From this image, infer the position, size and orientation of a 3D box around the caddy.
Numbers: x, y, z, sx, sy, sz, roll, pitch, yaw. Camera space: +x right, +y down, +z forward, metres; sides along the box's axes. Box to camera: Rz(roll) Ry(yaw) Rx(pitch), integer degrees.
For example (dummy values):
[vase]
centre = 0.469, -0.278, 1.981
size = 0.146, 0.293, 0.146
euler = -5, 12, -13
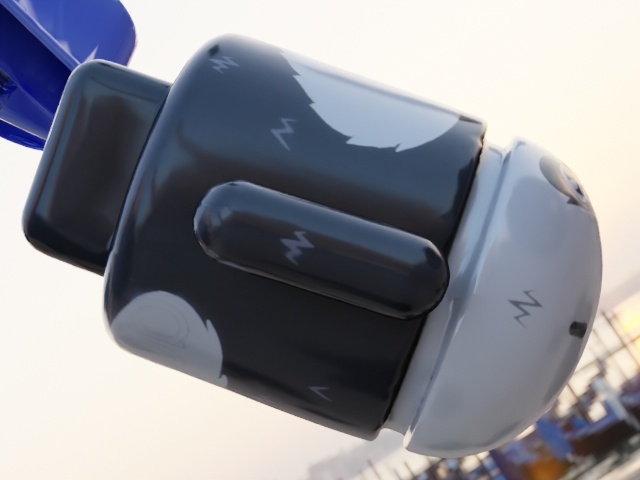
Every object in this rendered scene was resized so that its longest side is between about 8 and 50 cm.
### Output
[caddy]
centre = -0.381, -0.240, 1.612
size = 0.241, 0.341, 0.179
euler = -9, 48, 42

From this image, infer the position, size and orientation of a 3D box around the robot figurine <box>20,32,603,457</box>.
[robot figurine]
centre = 0.001, -0.002, 0.678
size = 0.209, 0.278, 0.174
euler = -66, -5, -48
